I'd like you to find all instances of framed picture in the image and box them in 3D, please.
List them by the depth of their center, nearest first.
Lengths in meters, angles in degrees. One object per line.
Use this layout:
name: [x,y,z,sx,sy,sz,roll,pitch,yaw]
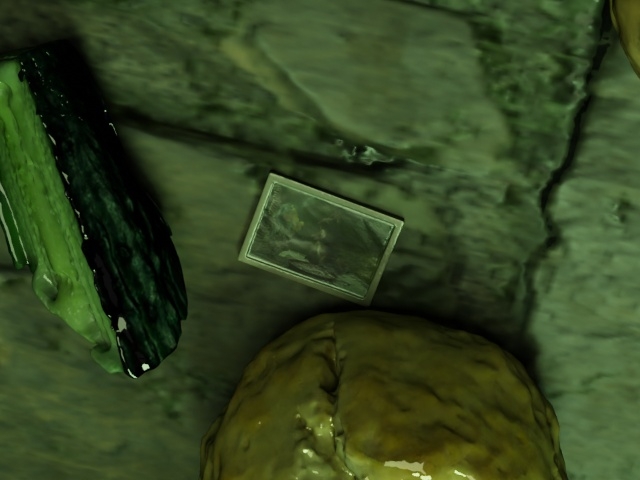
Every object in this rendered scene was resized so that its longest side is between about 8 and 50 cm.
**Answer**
framed picture: [0.000,0.000,0.819,0.089,0.007,0.066,21,115,-3]

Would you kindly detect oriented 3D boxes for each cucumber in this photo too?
cucumber: [-0.142,-0.024,0.787,0.085,0.115,0.193,-31,109,-27]

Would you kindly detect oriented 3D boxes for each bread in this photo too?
bread: [0.037,0.164,0.812,0.244,0.134,0.245,1,108,3]

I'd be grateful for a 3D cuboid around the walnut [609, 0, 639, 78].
walnut: [0.255,-0.152,0.608,0.224,0.257,0.257,10,121,-33]
